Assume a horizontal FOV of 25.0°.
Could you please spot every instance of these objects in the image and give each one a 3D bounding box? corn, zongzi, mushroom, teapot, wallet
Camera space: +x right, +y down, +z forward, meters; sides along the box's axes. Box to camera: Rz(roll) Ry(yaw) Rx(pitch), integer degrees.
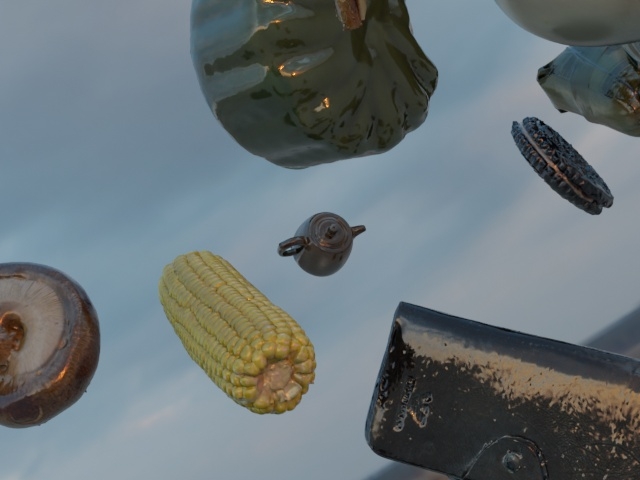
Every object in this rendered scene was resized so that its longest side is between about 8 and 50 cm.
[{"bbox_3d":[-0.085,0.083,1.361,0.093,0.093,0.244,-29,29,-15],"label":"corn"},{"bbox_3d":[0.535,-0.310,2.421,0.274,0.251,0.125,-48,-49,-7],"label":"zongzi"},{"bbox_3d":[-0.372,0.132,1.794,0.194,0.231,0.138,-36,-29,-26],"label":"mushroom"},{"bbox_3d":[0.000,0.000,1.836,0.121,0.076,0.068,-9,-24,-24],"label":"teapot"},{"bbox_3d":[0.208,0.176,1.453,0.045,0.318,0.172,37,-113,-77],"label":"wallet"}]

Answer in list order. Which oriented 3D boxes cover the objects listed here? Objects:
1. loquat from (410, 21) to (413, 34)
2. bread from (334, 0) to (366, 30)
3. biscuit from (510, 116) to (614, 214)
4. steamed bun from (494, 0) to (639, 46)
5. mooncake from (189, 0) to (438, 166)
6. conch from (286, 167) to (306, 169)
[{"bbox_3d":[0.077,-0.316,2.257,0.141,0.141,0.141,-30,-9,-6],"label":"loquat"},{"bbox_3d":[0.028,-0.274,1.558,0.036,0.047,0.083,-13,-55,-4],"label":"bread"},{"bbox_3d":[0.363,-0.112,2.167,0.053,0.194,0.194,-45,-13,15],"label":"biscuit"},{"bbox_3d":[0.401,-0.432,2.035,0.373,0.334,0.334,-7,4,30],"label":"steamed bun"},{"bbox_3d":[-0.003,-0.272,1.915,0.351,0.351,0.187,-23,10,-39],"label":"mooncake"},{"bbox_3d":[-0.021,-0.168,2.267,0.135,0.102,0.153,-34,19,-36],"label":"conch"}]
